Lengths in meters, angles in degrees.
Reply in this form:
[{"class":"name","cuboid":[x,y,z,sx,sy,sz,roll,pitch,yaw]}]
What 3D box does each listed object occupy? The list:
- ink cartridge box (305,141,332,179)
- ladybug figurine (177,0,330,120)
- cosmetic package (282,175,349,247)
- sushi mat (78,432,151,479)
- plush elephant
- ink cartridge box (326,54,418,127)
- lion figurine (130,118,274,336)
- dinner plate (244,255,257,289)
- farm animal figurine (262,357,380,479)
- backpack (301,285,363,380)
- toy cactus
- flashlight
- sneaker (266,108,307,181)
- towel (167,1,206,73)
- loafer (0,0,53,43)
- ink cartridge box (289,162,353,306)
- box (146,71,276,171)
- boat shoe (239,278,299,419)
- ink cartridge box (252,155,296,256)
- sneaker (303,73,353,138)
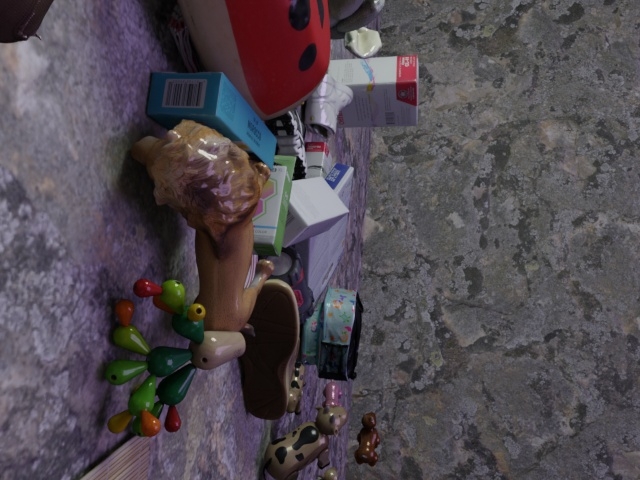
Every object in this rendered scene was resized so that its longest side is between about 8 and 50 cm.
[{"class":"ink cartridge box","cuboid":[-0.012,-0.197,1.469,0.109,0.063,0.151,60,36,-68]},{"class":"ladybug figurine","cuboid":[-0.083,-0.358,0.727,0.449,0.161,0.306,62,30,-69]},{"class":"cosmetic package","cuboid":[-0.036,-0.069,1.117,0.117,0.085,0.231,53,25,8]},{"class":"sushi mat","cuboid":[-0.264,0.332,0.518,0.316,0.019,0.152,-23,115,-77]},{"class":"plush elephant","cuboid":[0.034,-0.558,1.148,0.255,0.271,0.330,-41,164,-55]},{"class":"ink cartridge box","cuboid":[0.185,-0.511,1.737,0.226,0.305,0.131,70,25,-62]},{"class":"lion figurine","cuboid":[-0.140,0.022,0.709,0.240,0.142,0.393,-81,166,-69]},{"class":"dinner plate","cuboid":[-0.152,0.050,0.981,0.141,0.017,0.142,3,90,-77]},{"class":"farm animal figurine","cuboid":[-0.023,0.466,1.242,0.326,0.330,0.172,-42,145,-32]},{"class":"backpack","cuboid":[0.040,0.267,1.522,0.225,0.190,0.254,-65,166,-74]},{"class":"toy cactus","cuboid":[-0.169,0.144,0.618,0.180,0.112,0.219,-4,106,-45]},{"class":"flashlight","cuboid":[-0.078,0.118,1.186,0.304,0.103,0.103,82,11,-59]},{"class":"sneaker","cuboid":[-0.066,-0.224,1.171,0.106,0.078,0.235,-71,158,-46]},{"class":"towel","cuboid":[-0.170,-0.328,0.770,0.144,0.029,0.197,75,21,-58]},{"class":"loafer","cuboid":[-0.217,-0.311,0.385,0.130,0.133,0.366,128,-19,-69]},{"class":"ink cartridge box","cuboid":[0.000,0.000,1.419,0.324,0.071,0.330,-58,160,-46]},{"class":"box","cuboid":[-0.148,-0.167,0.743,0.244,0.100,0.060,37,58,-75]},{"class":"boat shoe","cuboid":[-0.104,0.214,1.039,0.110,0.121,0.342,-74,173,-62]},{"class":"ink cartridge box","cuboid":[-0.114,-0.080,0.901,0.062,0.108,0.210,71,25,-66]},{"class":"sneaker","cuboid":[0.019,-0.387,1.496,0.292,0.107,0.169,-14,108,-67]}]
